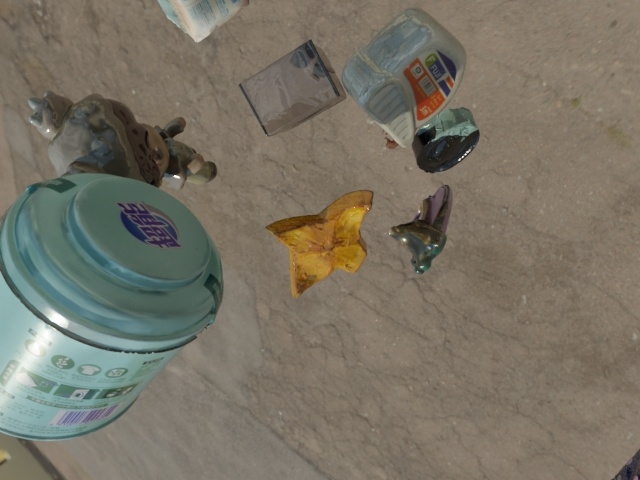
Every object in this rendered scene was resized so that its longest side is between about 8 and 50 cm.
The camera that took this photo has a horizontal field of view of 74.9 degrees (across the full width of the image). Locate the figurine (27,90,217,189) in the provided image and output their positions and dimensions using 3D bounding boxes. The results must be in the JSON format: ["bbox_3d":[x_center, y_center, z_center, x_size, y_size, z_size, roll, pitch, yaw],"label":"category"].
[{"bbox_3d":[-0.389,-0.175,0.882,0.203,0.381,0.248,-33,81,25],"label":"figurine"}]

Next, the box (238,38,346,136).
[{"bbox_3d":[-0.076,-0.454,1.269,0.253,0.153,0.188,-26,97,21],"label":"box"}]

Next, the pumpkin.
[{"bbox_3d":[0.022,0.009,1.125,0.291,0.095,0.258,-19,126,0],"label":"pumpkin"}]

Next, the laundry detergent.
[{"bbox_3d":[-0.313,0.078,0.595,0.287,0.287,0.305,47,115,6],"label":"laundry detergent"}]

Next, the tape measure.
[{"bbox_3d":[0.188,-0.356,0.933,0.265,0.258,0.130,-41,57,19],"label":"tape measure"}]

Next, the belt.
[{"bbox_3d":[0.337,-0.272,1.135,0.198,0.151,0.078,-46,43,48],"label":"belt"}]

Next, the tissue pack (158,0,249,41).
[{"bbox_3d":[-0.115,-0.238,0.364,0.058,0.074,0.094,49,174,20],"label":"tissue pack"}]

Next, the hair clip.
[{"bbox_3d":[0.209,-0.043,0.822,0.096,0.359,0.110,4,108,20],"label":"hair clip"}]

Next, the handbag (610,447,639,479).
[{"bbox_3d":[0.366,0.213,0.364,0.229,0.126,0.207,9,115,-16],"label":"handbag"}]
